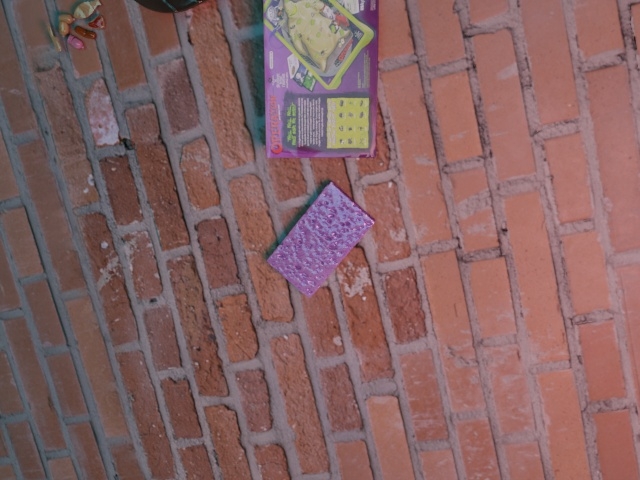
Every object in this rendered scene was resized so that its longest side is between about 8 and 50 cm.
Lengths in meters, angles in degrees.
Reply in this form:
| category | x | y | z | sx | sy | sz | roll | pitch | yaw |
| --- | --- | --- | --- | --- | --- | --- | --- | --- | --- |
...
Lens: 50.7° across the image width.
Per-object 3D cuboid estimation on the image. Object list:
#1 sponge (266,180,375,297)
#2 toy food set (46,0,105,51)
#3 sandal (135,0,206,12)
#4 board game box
| category | x | y | z | sx | sy | sz | roll | pitch | yaw |
| --- | --- | --- | --- | --- | --- | --- | --- | --- | --- |
| sponge | 0.000 | 0.000 | 1.328 | 0.117 | 0.031 | 0.210 | 40 | 107 | 1 |
| toy food set | -0.479 | -0.424 | 1.348 | 0.122 | 0.019 | 0.078 | -20 | 98 | 8 |
| sandal | -0.212 | -0.501 | 1.240 | 0.302 | 0.086 | 0.120 | -16 | 116 | -2 |
| board game box | 0.000 | -0.324 | 1.228 | 0.208 | 0.056 | 0.347 | 0 | 102 | -4 |
